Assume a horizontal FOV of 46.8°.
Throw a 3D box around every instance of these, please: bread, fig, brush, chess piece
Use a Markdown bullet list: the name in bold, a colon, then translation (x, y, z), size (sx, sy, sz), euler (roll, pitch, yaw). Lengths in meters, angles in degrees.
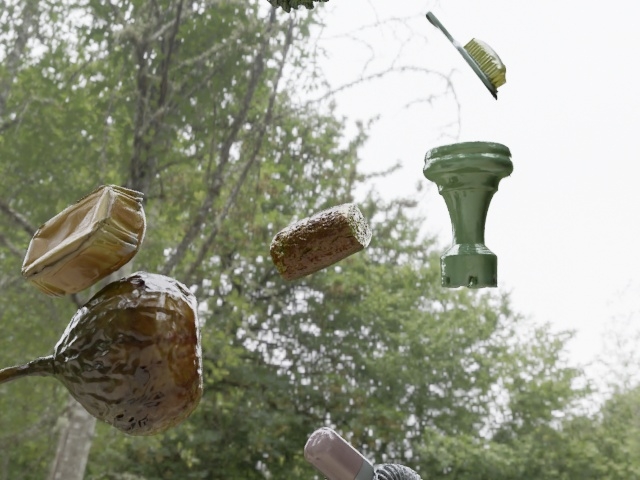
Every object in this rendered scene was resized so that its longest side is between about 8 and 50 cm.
- **bread**: translation (-0.416, 0.005, 1.317), size (0.241, 0.136, 0.107), euler (-27, -44, 28)
- **fig**: translation (-0.378, 0.214, 1.268), size (0.369, 0.286, 0.286), euler (-14, -39, -9)
- **brush**: translation (0.296, -0.388, 1.473), size (0.060, 0.297, 0.068), euler (-38, -40, 15)
- **chess piece**: translation (0.315, -0.048, 1.575), size (0.194, 0.299, 0.194), euler (1, -6, 0)
- **bread**: translation (0.000, 0.000, 1.396), size (0.172, 0.132, 0.103), euler (-23, -80, 19)

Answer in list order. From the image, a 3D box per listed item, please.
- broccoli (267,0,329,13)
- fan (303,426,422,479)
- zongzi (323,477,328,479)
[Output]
- **broccoli**: translation (-0.032, -0.490, 1.228), size (0.177, 0.198, 0.275), euler (-40, -5, -9)
- **fan**: translation (0.071, 0.379, 1.148), size (0.244, 0.130, 0.074), euler (44, -33, -14)
- **zongzi**: translation (0.077, 0.518, 1.301), size (0.194, 0.197, 0.099), euler (15, -41, -29)
